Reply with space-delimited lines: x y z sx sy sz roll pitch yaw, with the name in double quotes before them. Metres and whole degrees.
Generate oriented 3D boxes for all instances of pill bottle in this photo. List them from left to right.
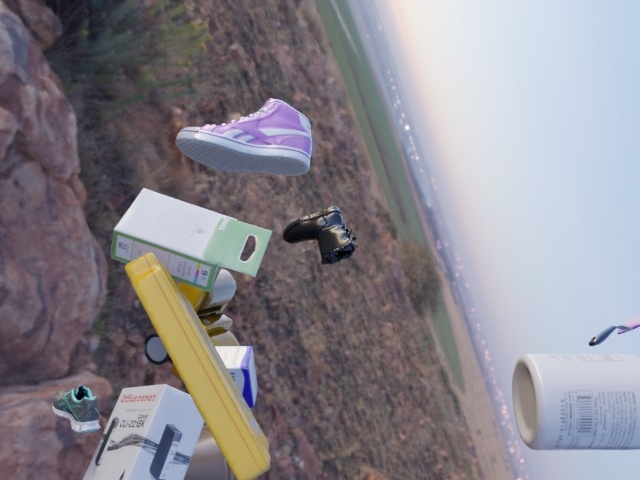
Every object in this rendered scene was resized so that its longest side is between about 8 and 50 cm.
"pill bottle" 0.396 0.222 0.869 0.131 0.229 0.131 -1 90 -89

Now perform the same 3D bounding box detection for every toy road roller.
"toy road roller" -0.328 0.264 1.829 0.240 0.330 0.202 32 12 17

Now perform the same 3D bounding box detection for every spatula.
"spatula" 0.734 0.220 1.548 0.296 0.084 0.030 -8 67 -41

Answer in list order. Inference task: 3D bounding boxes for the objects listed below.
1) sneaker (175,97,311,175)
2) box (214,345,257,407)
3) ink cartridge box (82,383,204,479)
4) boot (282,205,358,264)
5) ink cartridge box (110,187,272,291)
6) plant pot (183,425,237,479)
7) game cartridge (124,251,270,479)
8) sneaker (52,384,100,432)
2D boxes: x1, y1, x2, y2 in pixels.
"sneaker" -0.158 -0.233 1.337 0.102 0.282 0.161 120 -25 -64
"box" -0.218 0.309 1.417 0.072 0.137 0.126 -87 175 -57
"ink cartridge box" -0.349 0.425 1.209 0.114 0.197 0.273 37 56 -29
"boot" 0.000 0.000 1.087 0.045 0.121 0.099 61 6 -52
"ink cartridge box" -0.188 0.006 0.928 0.109 0.209 0.062 -74 -177 -51
"plant pot" -0.336 0.574 1.490 0.229 0.263 0.263 16 51 -41
"game cartridge" -0.152 0.175 0.841 0.285 0.052 0.324 58 -14 10
"sneaker" -0.487 0.323 1.260 0.065 0.166 0.076 3 96 -46
